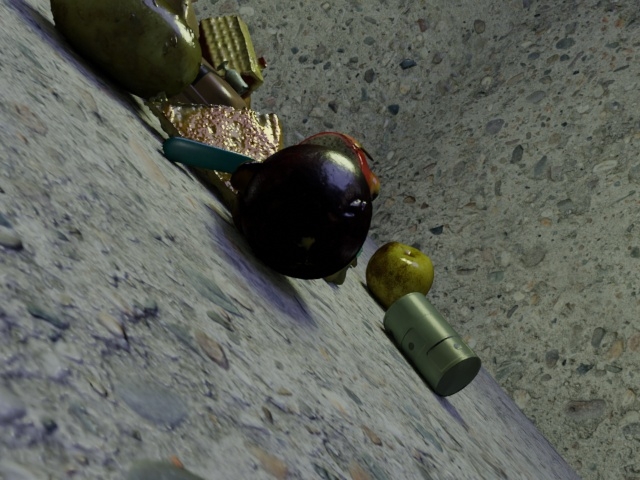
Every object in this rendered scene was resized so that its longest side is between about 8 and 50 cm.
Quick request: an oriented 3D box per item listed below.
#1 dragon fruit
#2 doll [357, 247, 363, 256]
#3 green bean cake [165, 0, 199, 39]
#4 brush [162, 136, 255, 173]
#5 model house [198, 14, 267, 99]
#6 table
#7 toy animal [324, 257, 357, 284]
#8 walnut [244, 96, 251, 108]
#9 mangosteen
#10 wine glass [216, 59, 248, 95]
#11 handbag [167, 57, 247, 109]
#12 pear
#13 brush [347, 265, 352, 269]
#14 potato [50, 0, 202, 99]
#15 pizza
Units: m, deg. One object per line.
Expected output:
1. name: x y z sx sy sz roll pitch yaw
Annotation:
1. dragon fruit: 0.032 -0.158 2.083 0.290 0.290 0.189 50 6 32
2. doll: 0.073 -0.005 2.331 0.158 0.059 0.159 48 7 6
3. green bean cake: -0.345 -0.506 1.706 0.179 0.085 0.109 95 -2 -75
4. brush: -0.194 -0.147 1.251 0.193 0.043 0.032 9 11 -41
5. model house: -0.269 -0.464 1.858 0.160 0.254 0.196 42 30 -68
6. table: 0.253 0.236 1.630 0.126 0.126 0.220 39 9 -50
7. toy animal: 0.000 0.000 1.575 0.219 0.101 0.103 46 7 -4
8. walnut: -0.273 -0.389 2.020 0.155 0.155 0.184 50 -36 32
9. mangosteen: -0.043 -0.052 1.182 0.265 0.228 0.228 11 -17 37
10. wine glass: -0.203 -0.375 1.644 0.083 0.042 0.039 50 43 0
11. handbag: -0.306 -0.351 1.612 0.283 0.149 0.302 44 8 -4
12. pear: 0.224 0.110 2.043 0.197 0.197 0.197 45 6 -6
13. brush: 0.027 0.040 1.874 0.033 0.030 0.178 33 2 -35
14. potato: -0.353 -0.380 1.299 0.307 0.173 0.210 36 -5 -29
15. pizza: -0.200 -0.192 1.344 0.287 0.075 0.280 31 50 -17
